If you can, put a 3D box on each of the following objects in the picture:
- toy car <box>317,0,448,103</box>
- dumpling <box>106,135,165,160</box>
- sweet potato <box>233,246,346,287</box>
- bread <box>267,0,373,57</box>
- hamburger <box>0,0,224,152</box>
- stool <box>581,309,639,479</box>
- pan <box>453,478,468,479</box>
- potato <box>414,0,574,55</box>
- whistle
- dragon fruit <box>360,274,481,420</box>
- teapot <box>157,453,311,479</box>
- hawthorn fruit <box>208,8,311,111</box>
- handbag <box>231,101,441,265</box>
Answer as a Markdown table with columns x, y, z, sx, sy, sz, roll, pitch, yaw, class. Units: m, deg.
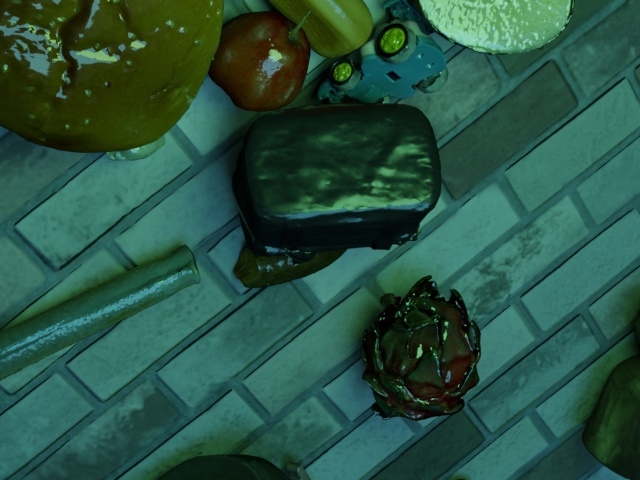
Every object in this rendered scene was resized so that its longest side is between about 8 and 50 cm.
| x | y | z | sx | sy | sz | roll | pitch | yaw | class |
| --- | --- | --- | --- | --- | --- | --- | --- | --- | --- |
| 0.075 | -0.230 | 1.612 | 0.161 | 0.098 | 0.126 | -23 | 153 | 24 | toy car |
| -0.227 | -0.127 | 1.552 | 0.077 | 0.043 | 0.059 | -14 | 98 | -12 | dumpling |
| 0.000 | 0.000 | 1.691 | 0.243 | 0.077 | 0.077 | -25 | 122 | -6 | sweet potato |
| -0.032 | -0.319 | 1.510 | 0.239 | 0.092 | 0.074 | 44 | 55 | -32 | bread |
| -0.258 | -0.239 | 1.406 | 0.314 | 0.170 | 0.290 | 16 | 115 | -31 | hamburger |
| 0.537 | 0.231 | 1.974 | 0.179 | 0.179 | 0.264 | 11 | 111 | -27 | stool |
| 0.200 | 0.423 | 2.022 | 0.068 | 0.023 | 0.115 | 36 | 95 | -33 | pan |
| 0.201 | -0.317 | 1.582 | 0.202 | 0.117 | 0.182 | 3 | 93 | -12 | potato |
| -0.306 | 0.097 | 1.621 | 0.326 | 0.057 | 0.068 | -25 | 165 | -8 | whistle |
| 0.139 | 0.160 | 1.770 | 0.182 | 0.182 | 0.189 | -26 | 155 | -9 | dragon fruit |
| -0.094 | 0.464 | 1.816 | 0.300 | 0.253 | 0.344 | -53 | 137 | -29 | teapot |
| -0.066 | -0.212 | 1.515 | 0.125 | 0.140 | 0.125 | -9 | 100 | -57 | hawthorn fruit |
| 0.015 | -0.076 | 1.586 | 0.254 | 0.181 | 0.181 | -7 | 76 | -9 | handbag |
